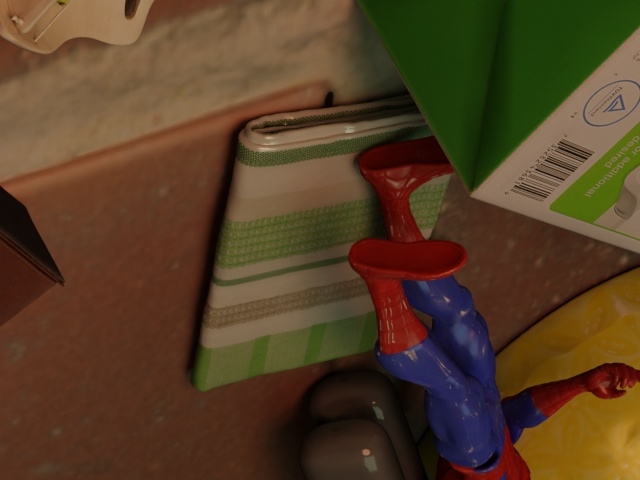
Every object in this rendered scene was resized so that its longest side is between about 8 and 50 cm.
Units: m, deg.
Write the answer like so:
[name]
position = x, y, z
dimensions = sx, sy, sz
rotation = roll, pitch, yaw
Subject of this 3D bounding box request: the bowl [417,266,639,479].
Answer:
[bowl]
position = 0.197, 0.165, 0.989
dimensions = 0.289, 0.156, 0.289
rotation = -21, 139, -19

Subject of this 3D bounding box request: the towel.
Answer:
[towel]
position = 0.000, 0.000, 0.781
dimensions = 0.113, 0.023, 0.152
rotation = -10, 137, -27

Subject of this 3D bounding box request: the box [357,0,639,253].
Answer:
[box]
position = 0.193, -0.116, 0.686
dimensions = 0.231, 0.126, 0.262
rotation = 14, 129, -43

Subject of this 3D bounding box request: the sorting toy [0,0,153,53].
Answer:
[sorting toy]
position = -0.070, -0.100, 0.607
dimensions = 0.083, 0.045, 0.075
rotation = -46, 149, 10

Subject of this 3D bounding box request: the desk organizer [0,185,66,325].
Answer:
[desk organizer]
position = -0.153, -0.012, 0.625
dimensions = 0.050, 0.047, 0.130
rotation = -37, 142, 4

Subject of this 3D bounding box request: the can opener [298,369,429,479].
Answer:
[can opener]
position = 0.028, 0.197, 0.912
dimensions = 0.095, 0.076, 0.283
rotation = -11, 122, 15

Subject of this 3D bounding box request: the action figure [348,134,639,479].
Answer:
[action figure]
position = 0.103, 0.077, 0.799
dimensions = 0.139, 0.091, 0.280
rotation = 0, 139, 12
